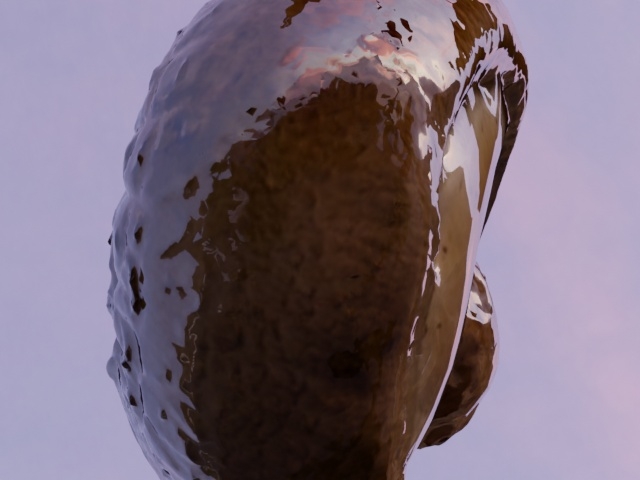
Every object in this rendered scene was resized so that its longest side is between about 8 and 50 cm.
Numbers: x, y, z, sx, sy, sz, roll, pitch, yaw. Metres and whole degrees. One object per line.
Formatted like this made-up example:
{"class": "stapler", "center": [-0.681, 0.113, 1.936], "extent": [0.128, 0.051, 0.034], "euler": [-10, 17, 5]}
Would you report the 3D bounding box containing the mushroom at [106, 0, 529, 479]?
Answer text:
{"class": "mushroom", "center": [0.000, 0.000, 0.762], "extent": [0.153, 0.253, 0.253], "euler": [12, -61, 9]}
